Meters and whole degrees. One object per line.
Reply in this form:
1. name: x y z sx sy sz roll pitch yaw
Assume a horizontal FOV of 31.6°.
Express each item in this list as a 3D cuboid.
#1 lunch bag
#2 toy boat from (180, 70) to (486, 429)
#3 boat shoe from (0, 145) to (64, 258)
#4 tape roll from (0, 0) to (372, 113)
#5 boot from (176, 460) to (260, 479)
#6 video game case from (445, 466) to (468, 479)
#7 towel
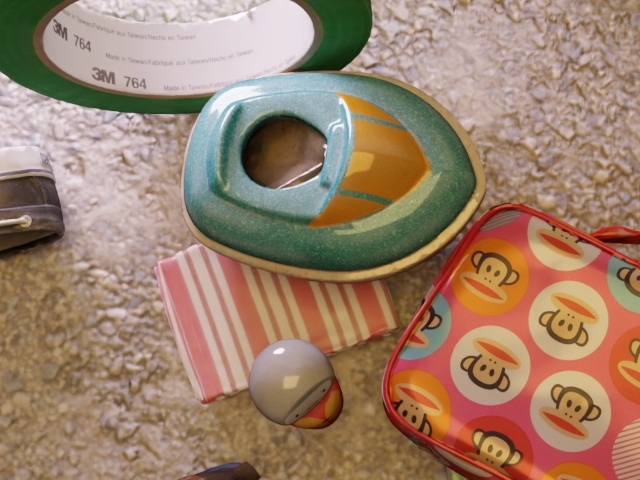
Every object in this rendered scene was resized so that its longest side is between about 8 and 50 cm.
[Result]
1. lunch bag: 0.219 0.103 0.925 0.293 0.120 0.258 31 79 11
2. toy boat: 0.000 0.000 0.941 0.267 0.148 0.318 2 74 12
3. boat shoe: -0.382 0.008 1.033 0.301 0.108 0.102 -17 74 -7
4. tape roll: -0.118 -0.198 0.942 0.321 0.321 0.077 -6 75 3
5. boot: -0.140 0.265 0.968 0.219 0.106 0.082 -40 79 24
6. video game case: 0.182 0.160 0.987 0.157 0.019 0.143 -9 76 2
7. towel: -0.041 0.052 1.029 0.197 0.029 0.144 -21 73 -1
